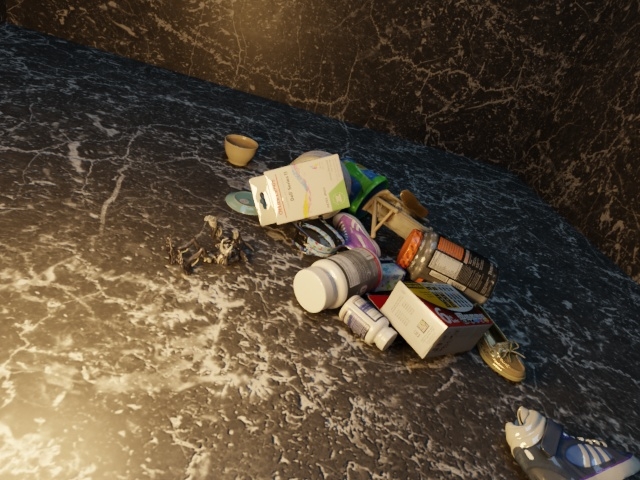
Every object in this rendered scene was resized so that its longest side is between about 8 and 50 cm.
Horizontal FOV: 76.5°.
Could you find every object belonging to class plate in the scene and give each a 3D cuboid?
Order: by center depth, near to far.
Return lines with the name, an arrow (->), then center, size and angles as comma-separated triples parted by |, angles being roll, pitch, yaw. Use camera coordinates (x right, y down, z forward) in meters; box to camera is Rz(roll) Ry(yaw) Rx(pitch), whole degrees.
plate -> -0.302, -0.165, 1.704 | 0.188, 0.024, 0.188 | 16, 31, -10

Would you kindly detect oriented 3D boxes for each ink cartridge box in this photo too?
ink cartridge box -> 0.350, 0.222, 1.302 | 0.309, 0.130, 0.272 | 9, 29, -45
ink cartridge box -> -0.085, -0.183, 1.535 | 0.353, 0.207, 0.119 | -14, 8, 0

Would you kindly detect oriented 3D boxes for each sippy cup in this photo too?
sippy cup -> 0.155, -0.254, 1.870 | 0.224, 0.305, 0.240 | 43, 48, 17

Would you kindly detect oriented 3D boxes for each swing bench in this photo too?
swing bench -> 0.336, -0.072, 1.717 | 0.253, 0.165, 0.255 | 31, 27, -21

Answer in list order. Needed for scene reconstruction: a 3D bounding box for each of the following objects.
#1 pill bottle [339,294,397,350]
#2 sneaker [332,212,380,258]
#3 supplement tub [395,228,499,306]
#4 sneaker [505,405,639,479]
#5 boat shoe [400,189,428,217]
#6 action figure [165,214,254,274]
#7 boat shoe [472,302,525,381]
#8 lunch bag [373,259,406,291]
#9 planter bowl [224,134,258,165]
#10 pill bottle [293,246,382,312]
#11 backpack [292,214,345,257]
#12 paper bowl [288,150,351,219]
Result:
pill bottle -> 0.146, 0.252, 1.233 | 0.169, 0.094, 0.094 | 39, 36, 28
sneaker -> 0.101, -0.016, 1.630 | 0.161, 0.102, 0.282 | -10, 42, -35
supplement tub -> 0.469, 0.101, 1.529 | 0.338, 0.207, 0.207 | 28, 31, 3
sneaker -> 0.634, 0.523, 1.051 | 0.322, 0.130, 0.236 | -3, 42, -25
boat shoe -> 0.377, -0.152, 1.660 | 0.152, 0.056, 0.049 | 43, 13, -20
action figure -> -0.334, 0.014, 1.291 | 0.275, 0.141, 0.164 | -17, 45, -41
boat shoe -> 0.577, 0.336, 1.353 | 0.104, 0.089, 0.285 | 0, 36, -31
lunch bag -> 0.219, 0.117, 1.500 | 0.129, 0.096, 0.151 | 1, 21, -25
planter bowl -> -0.397, -0.435, 1.992 | 0.162, 0.109, 0.162 | 15, 30, -9
pill bottle -> 0.060, 0.126, 1.318 | 0.283, 0.161, 0.161 | -17, 47, -45
backpack -> 0.000, 0.000, 1.525 | 0.173, 0.117, 0.158 | 37, 34, 27
paper bowl -> -0.022, -0.220, 1.697 | 0.284, 0.284, 0.148 | 24, 30, 6
